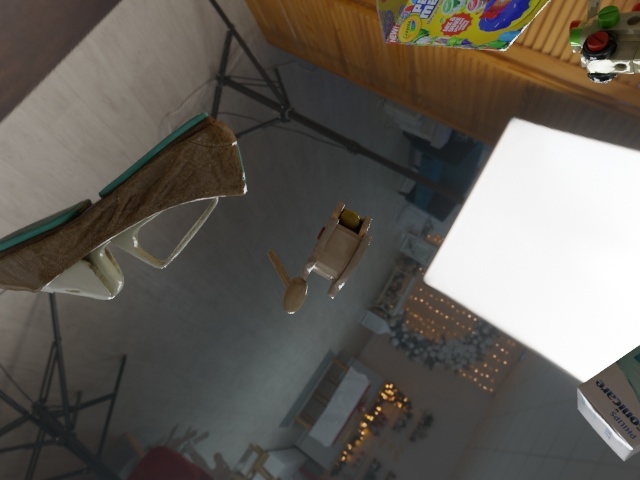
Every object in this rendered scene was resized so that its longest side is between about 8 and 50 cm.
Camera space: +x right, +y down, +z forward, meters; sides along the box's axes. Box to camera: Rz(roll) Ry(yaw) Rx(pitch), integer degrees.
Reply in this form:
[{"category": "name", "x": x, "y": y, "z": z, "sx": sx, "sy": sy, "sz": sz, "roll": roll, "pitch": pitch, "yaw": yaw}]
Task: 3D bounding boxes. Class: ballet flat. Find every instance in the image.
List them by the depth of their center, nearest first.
[{"category": "ballet flat", "x": -0.230, "y": -0.010, "z": 0.536, "sx": 0.342, "sy": 0.124, "sz": 0.116, "roll": -31, "pitch": -161, "yaw": 1}]

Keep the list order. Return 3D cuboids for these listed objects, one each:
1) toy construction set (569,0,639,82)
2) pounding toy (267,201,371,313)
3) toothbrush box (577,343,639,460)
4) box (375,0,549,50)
[{"category": "toy construction set", "x": 0.536, "y": -0.351, "z": 0.742, "sx": 0.151, "sy": 0.327, "sz": 0.215, "roll": 31, "pitch": 80, "yaw": -34}, {"category": "pounding toy", "x": 0.000, "y": 0.000, "z": 0.869, "sx": 0.154, "sy": 0.154, "sz": 0.270, "roll": -61, "pitch": -179, "yaw": 34}, {"category": "toothbrush box", "x": 0.631, "y": 0.256, "z": 0.858, "sx": 0.295, "sy": 0.126, "sz": 0.216, "roll": -39, "pitch": 142, "yaw": 5}, {"category": "box", "x": 0.275, "y": -0.508, "z": 0.829, "sx": 0.278, "sy": 0.177, "sz": 0.290, "roll": -4, "pitch": 162, "yaw": -17}]
